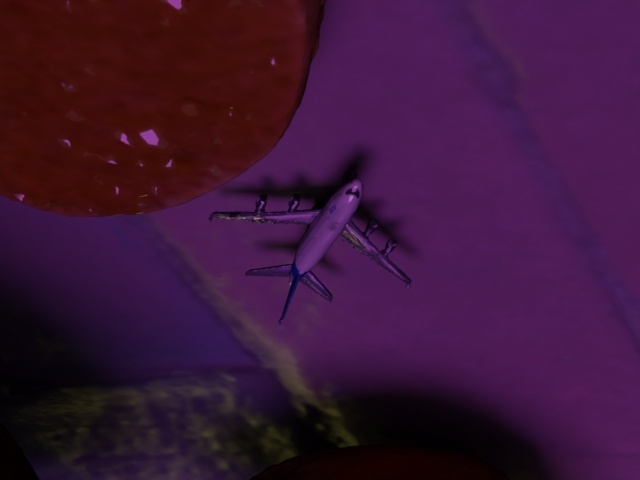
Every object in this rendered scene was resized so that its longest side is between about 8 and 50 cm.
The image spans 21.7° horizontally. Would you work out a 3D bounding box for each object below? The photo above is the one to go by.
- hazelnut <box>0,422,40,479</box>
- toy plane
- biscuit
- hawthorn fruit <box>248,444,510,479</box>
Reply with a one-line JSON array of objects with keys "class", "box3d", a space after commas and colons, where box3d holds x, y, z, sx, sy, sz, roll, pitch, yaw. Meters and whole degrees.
[{"class": "hazelnut", "box3d": [-0.259, 0.188, 0.636, 0.365, 0.366, 0.366, 8, 147, 5]}, {"class": "toy plane", "box3d": [0.000, -0.002, 0.592, 0.078, 0.024, 0.084, 19, 140, -9]}, {"class": "biscuit", "box3d": [-0.133, -0.069, 0.516, 0.288, 0.044, 0.202, -14, 138, 36]}, {"class": "hawthorn fruit", "box3d": [0.011, 0.173, 0.734, 0.200, 0.179, 0.179, 5, 153, 49]}]
